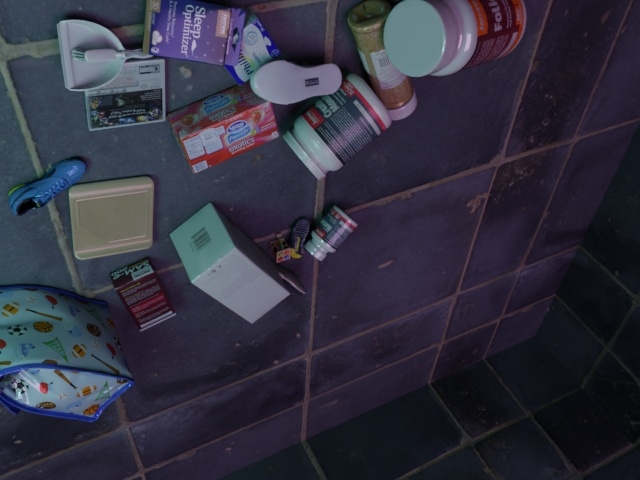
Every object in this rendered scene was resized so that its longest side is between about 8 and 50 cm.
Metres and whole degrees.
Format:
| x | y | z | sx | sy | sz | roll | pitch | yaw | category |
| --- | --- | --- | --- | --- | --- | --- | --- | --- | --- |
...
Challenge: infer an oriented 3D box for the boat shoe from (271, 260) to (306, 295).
| x | y | z | sx | sy | sz | roll | pitch | yaw | category |
| --- | --- | --- | --- | --- | --- | --- | --- | --- | --- |
| -0.142 | 0.148 | 2.231 | 0.079 | 0.095 | 0.254 | -43 | 144 | 9 | boat shoe |

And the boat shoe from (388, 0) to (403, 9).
| x | y | z | sx | sy | sz | roll | pitch | yaw | category |
| --- | --- | --- | --- | --- | --- | --- | --- | --- | --- |
| 0.263 | -0.701 | 1.657 | 0.223 | 0.080 | 0.073 | -37 | 133 | 1 | boat shoe |

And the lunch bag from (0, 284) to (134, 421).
| x | y | z | sx | sy | sz | roll | pitch | yaw | category |
| --- | --- | --- | --- | --- | --- | --- | --- | --- | --- |
| -0.767 | 0.306 | 1.748 | 0.239 | 0.328 | 0.385 | -45 | 143 | 10 | lunch bag |

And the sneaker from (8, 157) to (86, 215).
| x | y | z | sx | sy | sz | roll | pitch | yaw | category |
| --- | --- | --- | --- | --- | --- | --- | --- | --- | --- |
| -0.670 | -0.126 | 1.559 | 0.209 | 0.082 | 0.069 | -31 | 140 | -8 | sneaker |

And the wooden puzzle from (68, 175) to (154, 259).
| x | y | z | sx | sy | sz | roll | pitch | yaw | category |
| --- | --- | --- | --- | --- | --- | --- | --- | --- | --- |
| -0.573 | -0.065 | 1.733 | 0.220 | 0.044 | 0.239 | -11 | 132 | -27 | wooden puzzle |

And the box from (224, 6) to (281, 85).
| x | y | z | sx | sy | sz | roll | pitch | yaw | category |
| --- | --- | --- | --- | --- | --- | --- | --- | --- | --- |
| -0.189 | -0.477 | 1.553 | 0.137 | 0.072 | 0.126 | -37 | 142 | 3 | box |

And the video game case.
| x | y | z | sx | sy | sz | roll | pitch | yaw | category |
| --- | --- | --- | --- | --- | --- | --- | --- | --- | --- |
| -0.469 | -0.354 | 1.515 | 0.190 | 0.022 | 0.173 | -14 | 137 | -26 | video game case |

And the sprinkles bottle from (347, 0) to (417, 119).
| x | y | z | sx | sy | sz | roll | pitch | yaw | category |
| --- | --- | --- | --- | --- | --- | --- | --- | --- | --- |
| 0.181 | -0.499 | 1.767 | 0.121 | 0.121 | 0.355 | -33 | 142 | -2 | sprinkles bottle |

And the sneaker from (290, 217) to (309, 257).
| x | y | z | sx | sy | sz | roll | pitch | yaw | category |
| --- | --- | --- | --- | --- | --- | --- | --- | --- | --- |
| -0.075 | -0.014 | 2.152 | 0.053 | 0.059 | 0.144 | 15 | 111 | -7 | sneaker |

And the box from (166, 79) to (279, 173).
| x | y | z | sx | sy | sz | roll | pitch | yaw | category |
| --- | --- | --- | --- | --- | --- | --- | --- | --- | --- |
| -0.253 | -0.302 | 1.649 | 0.256 | 0.123 | 0.128 | -26 | 142 | -12 | box |

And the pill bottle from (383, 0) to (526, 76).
| x | y | z | sx | sy | sz | roll | pitch | yaw | category |
| --- | --- | --- | --- | --- | --- | --- | --- | --- | --- |
| 0.358 | -0.563 | 1.666 | 0.392 | 0.224 | 0.224 | -28 | 146 | -41 | pill bottle |

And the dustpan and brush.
| x | y | z | sx | sy | sz | roll | pitch | yaw | category |
| --- | --- | --- | --- | --- | --- | --- | --- | --- | --- |
| -0.469 | -0.416 | 1.404 | 0.211 | 0.060 | 0.147 | -26 | 121 | -51 | dustpan and brush |

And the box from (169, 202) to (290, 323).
| x | y | z | sx | sy | sz | roll | pitch | yaw | category |
| --- | --- | --- | --- | --- | --- | --- | --- | --- | --- |
| -0.277 | 0.078 | 1.960 | 0.168 | 0.215 | 0.345 | -38 | 142 | 4 | box |

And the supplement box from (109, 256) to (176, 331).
| x | y | z | sx | sy | sz | roll | pitch | yaw | category |
| --- | --- | --- | --- | --- | --- | --- | --- | --- | --- |
| -0.552 | 0.171 | 1.967 | 0.130 | 0.073 | 0.239 | -25 | 142 | -14 | supplement box |

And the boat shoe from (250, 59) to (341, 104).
| x | y | z | sx | sy | sz | roll | pitch | yaw | category |
| --- | --- | --- | --- | --- | --- | --- | --- | --- | --- |
| -0.079 | -0.420 | 1.642 | 0.301 | 0.102 | 0.108 | -22 | 115 | -42 | boat shoe |

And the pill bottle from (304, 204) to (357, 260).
| x | y | z | sx | sy | sz | roll | pitch | yaw | category |
| --- | --- | --- | --- | --- | --- | --- | --- | --- | --- |
| 0.032 | -0.022 | 2.155 | 0.180 | 0.108 | 0.108 | -50 | 141 | 5 | pill bottle |

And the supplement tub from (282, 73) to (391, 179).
| x | y | z | sx | sy | sz | roll | pitch | yaw | category |
| --- | --- | --- | --- | --- | --- | --- | --- | --- | --- |
| 0.048 | -0.323 | 1.796 | 0.272 | 0.191 | 0.191 | -40 | 142 | 5 | supplement tub |

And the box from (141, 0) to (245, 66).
| x | y | z | sx | sy | sz | roll | pitch | yaw | category |
| --- | --- | --- | --- | --- | --- | --- | --- | --- | --- |
| -0.287 | -0.479 | 1.436 | 0.225 | 0.036 | 0.137 | 3 | 114 | -21 | box |

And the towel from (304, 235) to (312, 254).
| x | y | z | sx | sy | sz | roll | pitch | yaw | category |
| --- | --- | --- | --- | --- | --- | --- | --- | --- | --- |
| 0.000 | 0.000 | 2.236 | 0.119 | 0.029 | 0.067 | -24 | 140 | -13 | towel |

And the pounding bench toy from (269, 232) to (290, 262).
| x | y | z | sx | sy | sz | roll | pitch | yaw | category |
| --- | --- | --- | --- | --- | --- | --- | --- | --- | --- |
| -0.135 | 0.024 | 2.130 | 0.052 | 0.065 | 0.083 | -17 | 139 | -22 | pounding bench toy |
